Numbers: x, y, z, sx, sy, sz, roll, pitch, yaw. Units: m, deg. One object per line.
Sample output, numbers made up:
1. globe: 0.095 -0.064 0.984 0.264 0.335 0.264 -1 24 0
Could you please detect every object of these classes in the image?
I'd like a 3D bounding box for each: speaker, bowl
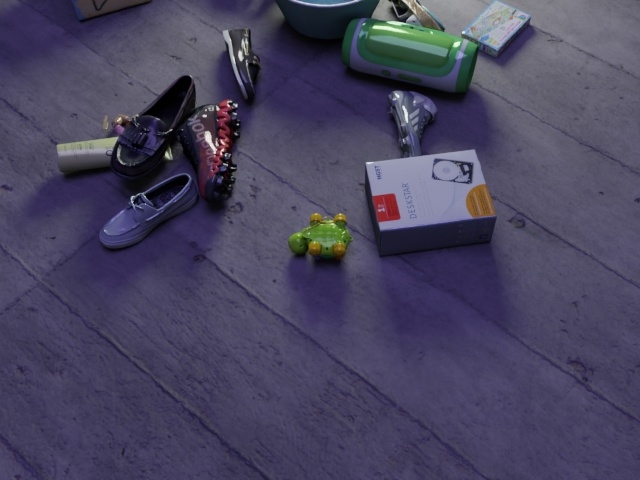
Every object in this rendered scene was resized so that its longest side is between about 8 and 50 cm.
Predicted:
1. speaker: 0.204 -0.426 1.872 0.297 0.131 0.131 16 58 13
2. bowl: 0.019 -0.608 1.980 0.312 0.163 0.311 -1 55 2

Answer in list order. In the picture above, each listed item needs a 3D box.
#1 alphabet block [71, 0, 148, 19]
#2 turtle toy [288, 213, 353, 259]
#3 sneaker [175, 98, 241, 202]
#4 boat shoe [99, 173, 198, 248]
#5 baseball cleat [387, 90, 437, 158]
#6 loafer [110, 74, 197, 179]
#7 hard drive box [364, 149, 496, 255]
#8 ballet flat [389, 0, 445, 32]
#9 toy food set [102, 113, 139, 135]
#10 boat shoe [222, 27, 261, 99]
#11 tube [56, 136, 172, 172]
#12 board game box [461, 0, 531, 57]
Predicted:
1. alphabet block: -0.558 -0.705 2.053 0.197 0.192 0.193 -19 59 -12
2. turtle toy: 0.000 0.000 1.620 0.130 0.066 0.095 1 56 3
3. sneaker: -0.247 -0.190 1.742 0.135 0.097 0.276 0 53 1
4. boat shoe: -0.357 -0.069 1.671 0.228 0.081 0.079 -33 61 -19
5. baseball cleat: 0.214 -0.257 1.788 0.110 0.072 0.205 -6 59 -10
6. loafer: -0.358 -0.255 1.758 0.109 0.095 0.302 26 48 3
7. hard drive box: 0.218 -0.078 1.653 0.232 0.089 0.181 -8 55 -3
8. ballet flat: 0.230 -0.559 2.009 0.067 0.073 0.206 -38 56 9
9. toy food set: -0.427 -0.258 1.837 0.122 0.019 0.078 0 42 -7
10. boat shoe: -0.177 -0.421 1.908 0.069 0.081 0.227 -15 54 -3
11. tube: -0.450 -0.196 1.779 0.240 0.062 0.070 -8 96 -13
12. board game box: 0.428 -0.518 1.986 0.103 0.026 0.154 33 63 22
